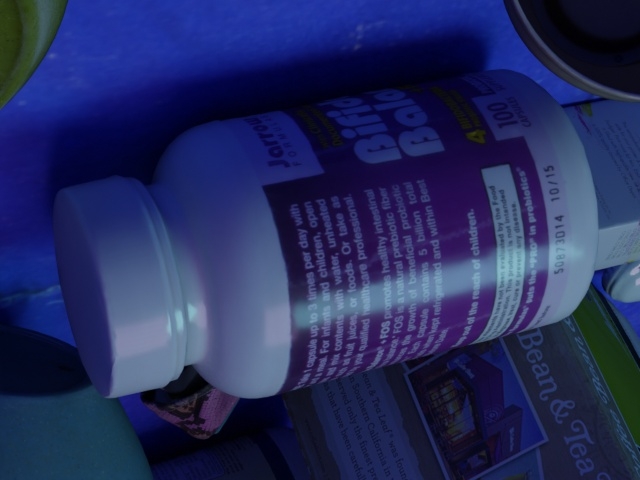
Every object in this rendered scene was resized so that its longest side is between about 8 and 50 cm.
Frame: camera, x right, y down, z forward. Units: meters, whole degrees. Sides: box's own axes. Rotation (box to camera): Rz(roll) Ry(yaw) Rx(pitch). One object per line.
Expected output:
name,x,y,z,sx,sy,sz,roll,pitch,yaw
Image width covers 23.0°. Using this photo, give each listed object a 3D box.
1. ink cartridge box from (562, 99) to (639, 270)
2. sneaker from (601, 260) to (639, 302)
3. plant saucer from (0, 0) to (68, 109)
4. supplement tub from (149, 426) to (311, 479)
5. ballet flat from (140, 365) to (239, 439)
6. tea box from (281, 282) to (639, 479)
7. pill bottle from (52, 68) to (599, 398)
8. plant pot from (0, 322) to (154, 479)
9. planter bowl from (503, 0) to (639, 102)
ink cartridge box,0.207,-0.041,1.098,0.181,0.104,0.061,-12,150,-21
sneaker,0.365,0.047,1.315,0.235,0.153,0.094,-10,147,-24
plant saucer,-0.231,-0.097,0.751,0.241,0.037,0.241,-17,151,-10
supplement tub,-0.136,0.306,1.297,0.324,0.235,0.235,-16,151,-14
ballet flat,-0.068,0.069,1.130,0.079,0.077,0.221,17,136,-24
tea box,0.158,0.186,1.190,0.220,0.329,0.323,-31,144,14
pill bottle,0.000,0.000,0.949,0.301,0.169,0.169,-13,150,-20
plant pot,-0.223,0.164,0.999,0.290,0.290,0.195,2,107,-39
planter bowl,0.169,-0.148,0.859,0.162,0.162,0.109,-21,177,-5
